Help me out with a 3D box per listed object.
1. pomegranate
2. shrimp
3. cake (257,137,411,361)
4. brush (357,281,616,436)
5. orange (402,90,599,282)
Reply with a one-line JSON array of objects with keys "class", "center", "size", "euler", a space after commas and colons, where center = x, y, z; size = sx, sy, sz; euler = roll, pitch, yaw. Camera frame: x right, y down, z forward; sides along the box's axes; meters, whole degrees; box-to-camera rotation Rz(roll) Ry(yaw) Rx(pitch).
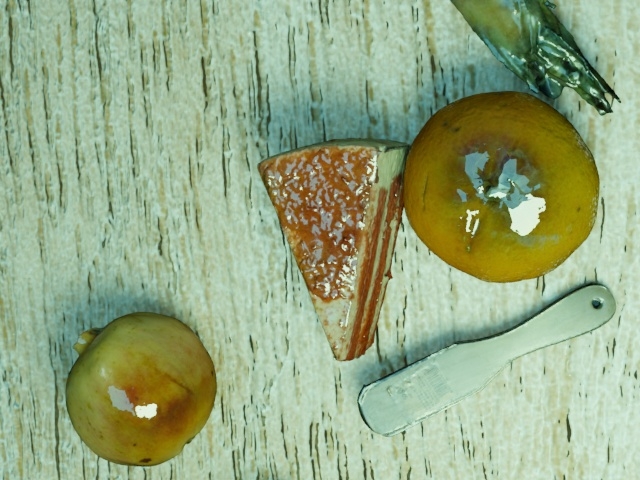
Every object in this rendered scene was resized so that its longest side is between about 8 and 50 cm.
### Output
[{"class": "pomegranate", "center": [-0.222, 0.181, 1.418], "size": [0.191, 0.191, 0.191], "euler": [1, 95, 14]}, {"class": "shrimp", "center": [0.246, -0.350, 1.312], "size": [0.272, 0.085, 0.445], "euler": [-28, 83, 9]}, {"class": "cake", "center": [0.000, 0.000, 1.356], "size": [0.159, 0.158, 0.262], "euler": [13, 98, 16]}, {"class": "brush", "center": [0.198, 0.140, 1.373], "size": [0.327, 0.065, 0.070], "euler": [-27, 81, 5]}, {"class": "orange", "center": [0.199, -0.059, 1.292], "size": [0.224, 0.170, 0.224], "euler": [1, 92, 13]}]
